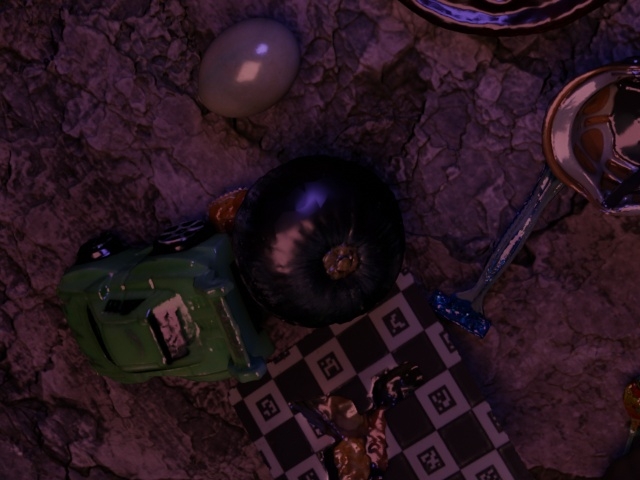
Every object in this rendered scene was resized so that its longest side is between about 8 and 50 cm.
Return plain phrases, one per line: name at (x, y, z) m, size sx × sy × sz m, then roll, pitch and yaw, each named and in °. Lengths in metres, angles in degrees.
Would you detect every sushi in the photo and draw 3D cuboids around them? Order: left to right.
sushi at (0.087, 0.273, 1.861) m, size 0.359 × 0.064 × 0.343 m, roll -36°, pitch 77°, yaw 25°

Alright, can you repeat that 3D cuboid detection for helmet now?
helmet at (0.391, -0.134, 1.577) m, size 0.224 × 0.130 × 0.198 m, roll 12°, pitch 114°, yaw 19°

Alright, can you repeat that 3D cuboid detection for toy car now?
toy car at (-0.214, 0.103, 1.786) m, size 0.359 × 0.176 × 0.213 m, roll -7°, pitch 114°, yaw 30°

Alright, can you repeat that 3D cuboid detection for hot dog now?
hot dog at (-0.077, 0.007, 1.797) m, size 0.108 × 0.059 × 0.191 m, roll -29°, pitch 108°, yaw 29°

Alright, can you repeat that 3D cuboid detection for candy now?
candy at (0.436, 0.271, 1.817) m, size 0.060 × 0.060 × 0.201 m, roll 12°, pitch 127°, yaw 7°

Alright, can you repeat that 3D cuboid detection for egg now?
egg at (-0.093, -0.218, 1.655) m, size 0.152 × 0.114 × 0.114 m, roll -35°, pitch 104°, yaw 24°

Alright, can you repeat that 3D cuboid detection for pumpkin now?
pumpkin at (0.000, 0.000, 1.690) m, size 0.233 × 0.163 × 0.233 m, roll -7°, pitch 108°, yaw -20°

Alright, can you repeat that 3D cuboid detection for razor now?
razor at (0.256, -0.002, 1.716) m, size 0.093 × 0.056 × 0.324 m, roll 31°, pitch 118°, yaw -1°

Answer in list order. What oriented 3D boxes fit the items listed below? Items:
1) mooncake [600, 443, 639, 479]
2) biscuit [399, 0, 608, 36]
mooncake at (0.523, 0.405, 1.781) m, size 0.290 × 0.161 × 0.290 m, roll 3°, pitch 122°, yaw 4°
biscuit at (0.211, -0.428, 1.497) m, size 0.407 × 0.091 × 0.407 m, roll 5°, pitch 117°, yaw 10°
